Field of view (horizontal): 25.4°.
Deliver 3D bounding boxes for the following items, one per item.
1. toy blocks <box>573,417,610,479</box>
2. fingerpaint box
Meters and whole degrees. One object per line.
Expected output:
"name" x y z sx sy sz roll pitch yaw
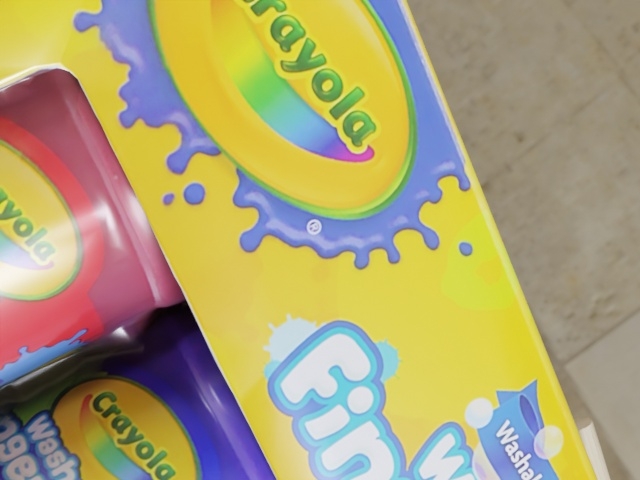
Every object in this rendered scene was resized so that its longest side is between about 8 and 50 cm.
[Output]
"toy blocks" 0.114 0.338 1.295 0.288 0.309 0.260 -27 101 -48
"fingerpaint box" -0.091 0.111 0.584 0.445 0.371 0.163 67 -11 -19
